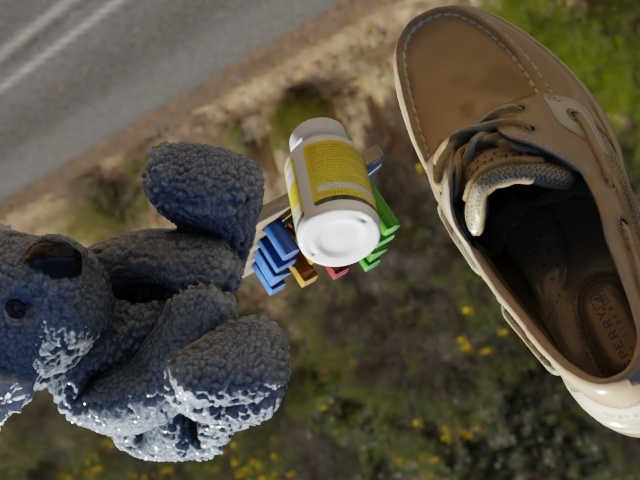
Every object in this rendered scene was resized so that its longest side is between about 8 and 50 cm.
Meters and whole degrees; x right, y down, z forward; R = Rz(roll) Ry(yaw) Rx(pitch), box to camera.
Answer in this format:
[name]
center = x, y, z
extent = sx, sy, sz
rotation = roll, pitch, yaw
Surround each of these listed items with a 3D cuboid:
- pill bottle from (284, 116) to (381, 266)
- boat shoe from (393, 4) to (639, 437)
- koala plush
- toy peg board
[pill bottle]
center = 0.007, -0.041, 1.115
extent = 0.065, 0.065, 0.116
rotation = -16, -135, 4
[boat shoe]
center = 0.132, -0.037, 0.908
extent = 0.122, 0.341, 0.110
rotation = -39, 146, 15
[koala plush]
center = -0.162, 0.053, 0.928
extent = 0.221, 0.196, 0.203
rotation = 6, 146, -26
[toy peg board]
center = 0.000, 0.000, 1.469
extent = 0.161, 0.079, 0.161
rotation = -29, 166, -18
